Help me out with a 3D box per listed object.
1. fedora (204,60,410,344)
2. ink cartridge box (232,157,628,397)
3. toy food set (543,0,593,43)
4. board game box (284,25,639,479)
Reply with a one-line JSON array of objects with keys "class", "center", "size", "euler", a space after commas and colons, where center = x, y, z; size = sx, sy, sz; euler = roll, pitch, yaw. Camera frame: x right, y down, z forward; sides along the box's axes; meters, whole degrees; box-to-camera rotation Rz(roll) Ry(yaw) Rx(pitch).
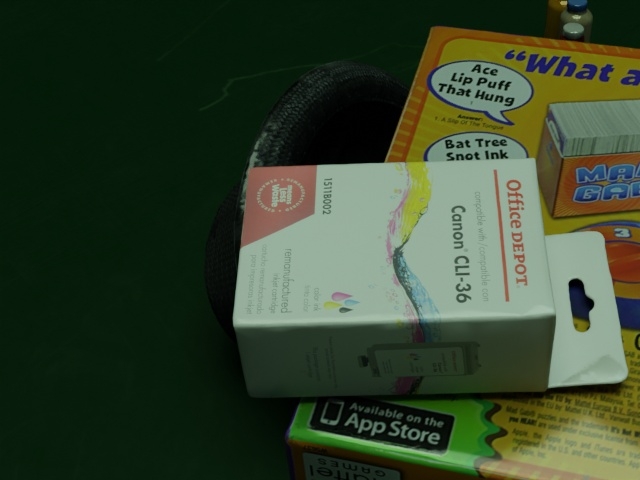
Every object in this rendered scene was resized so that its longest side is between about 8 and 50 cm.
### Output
[{"class": "fedora", "center": [0.000, 0.000, 1.124], "size": [0.152, 0.334, 0.334], "euler": [-11, 30, 40]}, {"class": "ink cartridge box", "center": [0.059, 0.018, 0.645], "size": [0.198, 0.067, 0.115], "euler": [-2, 47, 4]}, {"class": "toy food set", "center": [0.253, -0.225, 1.448], "size": [0.232, 0.104, 0.111], "euler": [-32, 49, -31]}, {"class": "board game box", "center": [0.210, 0.120, 0.825], "size": [0.356, 0.356, 0.356], "euler": [9, 49, 14]}]
